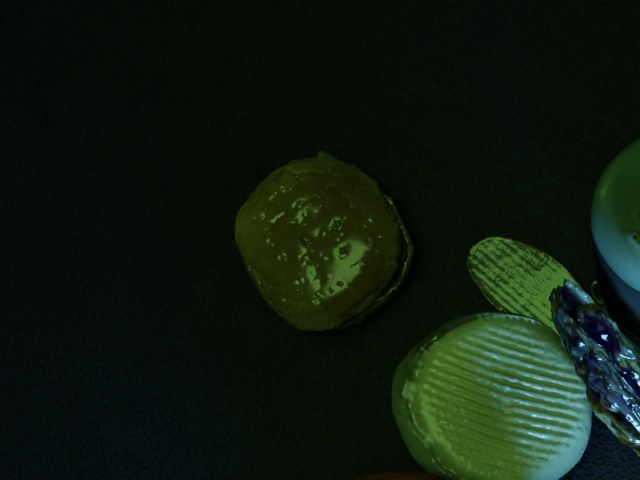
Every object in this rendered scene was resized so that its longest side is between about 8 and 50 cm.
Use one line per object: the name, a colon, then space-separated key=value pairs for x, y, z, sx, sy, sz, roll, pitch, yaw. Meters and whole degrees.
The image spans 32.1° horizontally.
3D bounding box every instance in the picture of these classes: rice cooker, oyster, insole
rice cooker: x=0.510 y=0.009 z=1.495 sx=0.288 sy=0.277 sz=0.288 roll=-8 pitch=59 yaw=14
oyster: x=0.398 y=0.176 z=1.524 sx=0.100 sy=0.275 sz=0.271 roll=-33 pitch=57 yaw=15
insole: x=0.361 y=0.108 z=1.679 sx=0.348 sy=0.009 sz=0.119 roll=43 pitch=95 yaw=25

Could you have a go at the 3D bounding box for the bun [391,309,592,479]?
bun: x=0.248 y=0.240 z=1.610 sx=0.287 sy=0.146 sz=0.287 roll=1 pitch=73 yaw=-2

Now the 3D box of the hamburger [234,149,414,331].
hamburger: x=0.000 y=0.001 z=1.785 sx=0.259 sy=0.144 sz=0.283 roll=-48 pitch=60 yaw=10

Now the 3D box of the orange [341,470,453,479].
orange: x=0.110 y=0.512 z=1.474 sx=0.424 sy=0.326 sz=0.424 roll=5 pitch=122 yaw=9
